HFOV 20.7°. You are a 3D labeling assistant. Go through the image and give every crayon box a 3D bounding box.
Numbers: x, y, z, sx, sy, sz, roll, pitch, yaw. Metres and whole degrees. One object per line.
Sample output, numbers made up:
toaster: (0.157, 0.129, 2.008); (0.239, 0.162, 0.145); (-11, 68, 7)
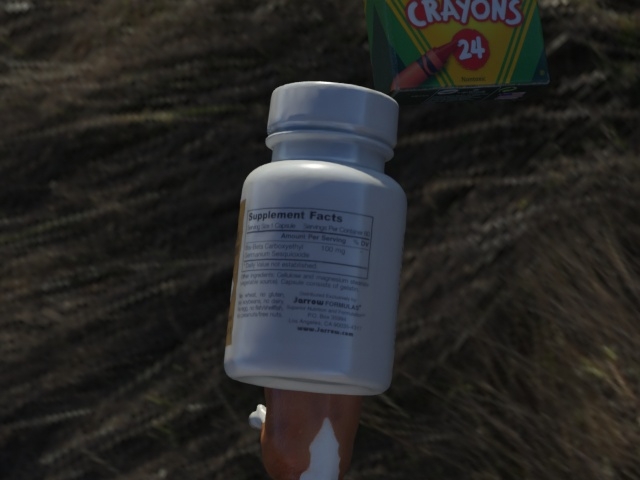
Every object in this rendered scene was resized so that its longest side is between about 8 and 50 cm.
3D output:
crayon box: (0.150, -0.327, 2.117); (0.202, 0.081, 0.318); (-5, 80, -18)

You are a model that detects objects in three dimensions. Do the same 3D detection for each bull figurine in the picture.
bull figurine: (-0.017, 0.171, 1.779); (0.188, 0.101, 0.310); (-151, 72, -73)

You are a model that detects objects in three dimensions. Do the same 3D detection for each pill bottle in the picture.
pill bottle: (0.000, 0.000, 1.364); (0.131, 0.131, 0.229); (0, 78, 30)
